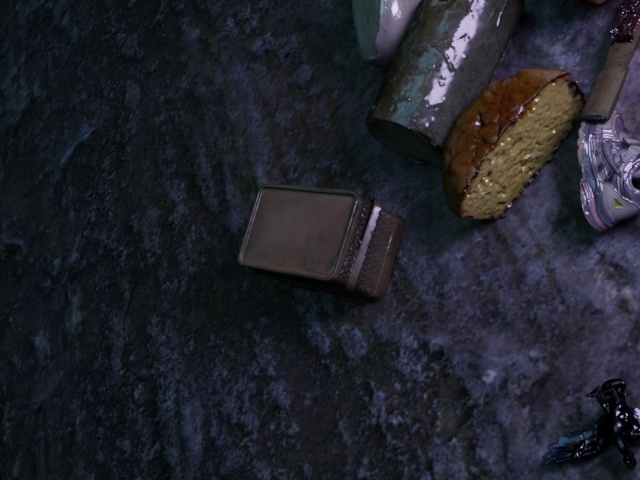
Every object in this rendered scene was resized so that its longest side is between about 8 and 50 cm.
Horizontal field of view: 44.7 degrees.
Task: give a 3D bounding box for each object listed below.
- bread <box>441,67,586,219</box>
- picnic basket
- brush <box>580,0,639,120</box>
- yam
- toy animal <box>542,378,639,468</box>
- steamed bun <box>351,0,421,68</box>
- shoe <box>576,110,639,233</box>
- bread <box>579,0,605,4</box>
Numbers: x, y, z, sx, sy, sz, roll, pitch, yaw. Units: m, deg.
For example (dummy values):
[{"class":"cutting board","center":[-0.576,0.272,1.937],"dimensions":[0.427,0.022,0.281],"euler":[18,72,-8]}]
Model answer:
[{"class":"bread","center":[0.272,-0.157,1.184],"dimensions":[0.260,0.129,0.134],"euler":[-49,46,12]},{"class":"picnic basket","center":[0.000,0.000,1.350],"dimensions":[0.266,0.139,0.165],"euler":[7,77,44]},{"class":"brush","center":[0.421,-0.267,1.106],"dimensions":[0.043,0.036,0.248],"euler":[2,54,45]},{"class":"yam","center":[0.202,-0.282,1.281],"dimensions":[0.168,0.168,0.304],"euler":[24,91,45]},{"class":"toy animal","center":[0.376,0.230,0.977],"dimensions":[0.220,0.062,0.108],"euler":[-27,74,30]},{"class":"steamed bun","center":[0.136,-0.425,1.405],"dimensions":[0.177,0.131,0.228],"euler":[123,142,-66]},{"class":"shoe","center":[0.408,-0.102,1.061],"dimensions":[0.092,0.089,0.180],"euler":[-8,69,41]},{"class":"bread","center":[0.378,-0.489,1.093],"dimensions":[0.225,0.250,0.279],"euler":[-36,71,3]}]
